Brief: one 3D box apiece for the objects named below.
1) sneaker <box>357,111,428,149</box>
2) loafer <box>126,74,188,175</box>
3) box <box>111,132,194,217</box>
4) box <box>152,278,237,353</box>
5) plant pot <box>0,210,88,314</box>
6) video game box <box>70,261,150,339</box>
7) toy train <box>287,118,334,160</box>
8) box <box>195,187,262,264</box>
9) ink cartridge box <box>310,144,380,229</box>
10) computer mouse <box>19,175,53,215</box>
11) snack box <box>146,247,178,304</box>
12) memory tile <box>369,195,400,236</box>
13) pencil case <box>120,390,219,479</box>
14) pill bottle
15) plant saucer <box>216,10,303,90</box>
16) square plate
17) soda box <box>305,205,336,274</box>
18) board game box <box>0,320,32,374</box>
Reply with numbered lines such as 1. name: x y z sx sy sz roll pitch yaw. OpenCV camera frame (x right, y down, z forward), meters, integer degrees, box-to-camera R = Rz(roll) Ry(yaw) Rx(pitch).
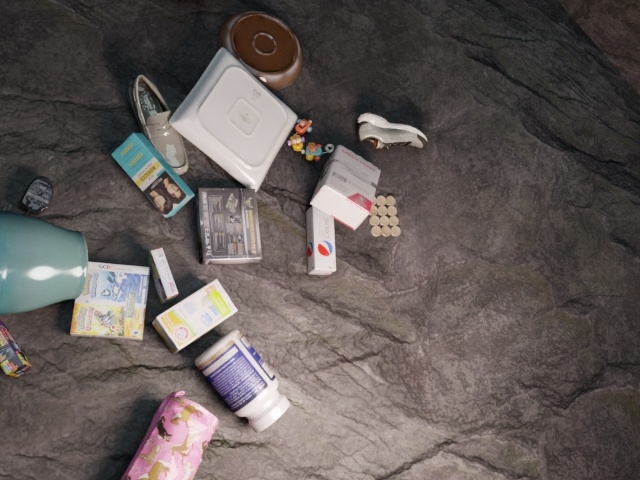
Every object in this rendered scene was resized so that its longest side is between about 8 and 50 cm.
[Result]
1. sneaker: 0.251 -0.365 2.187 0.271 0.100 0.108 12 83 -15
2. loafer: -0.490 -0.347 1.859 0.112 0.111 0.319 -28 85 -27
3. box: -0.492 -0.192 1.813 0.100 0.060 0.244 -41 91 12
4. box: -0.355 0.216 1.741 0.203 0.103 0.114 -33 87 -27
5. plant pot: -0.741 0.060 1.558 0.255 0.271 0.272 4 71 -39
6. video game box: -0.574 0.165 1.693 0.187 0.048 0.205 5 72 -13
7. toy train: -0.038 -0.341 2.055 0.125 0.046 0.166 -41 71 -17
8. box: -0.281 -0.045 1.880 0.183 0.056 0.231 -1 74 -23
9. ink cartridge box: 0.085 -0.176 2.004 0.172 0.100 0.237 30 42 -11
10. computer mouse: -0.806 -0.067 1.689 0.071 0.041 0.242 33 68 -28
11. snack box: -0.448 0.101 1.741 0.037 0.100 0.141 -17 80 -26
12. memory tile: 0.215 -0.085 2.120 0.113 0.012 0.148 -1 75 -22
13. pencil case: -0.412 0.586 1.574 0.160 0.167 0.386 17 62 22
14. pill bottle: -0.213 0.390 1.716 0.153 0.153 0.265 -38 90 -27
15. plant saucer: -0.198 -0.665 2.117 0.310 0.050 0.311 7 71 -21
16. square plate: -0.252 -0.387 1.954 0.347 0.049 0.344 40 61 -25
17. soda box: 0.000 0.000 1.974 0.074 0.069 0.216 5 71 -21
18. board game box: -0.774 0.263 1.517 0.048 0.170 0.141 -31 88 -23
